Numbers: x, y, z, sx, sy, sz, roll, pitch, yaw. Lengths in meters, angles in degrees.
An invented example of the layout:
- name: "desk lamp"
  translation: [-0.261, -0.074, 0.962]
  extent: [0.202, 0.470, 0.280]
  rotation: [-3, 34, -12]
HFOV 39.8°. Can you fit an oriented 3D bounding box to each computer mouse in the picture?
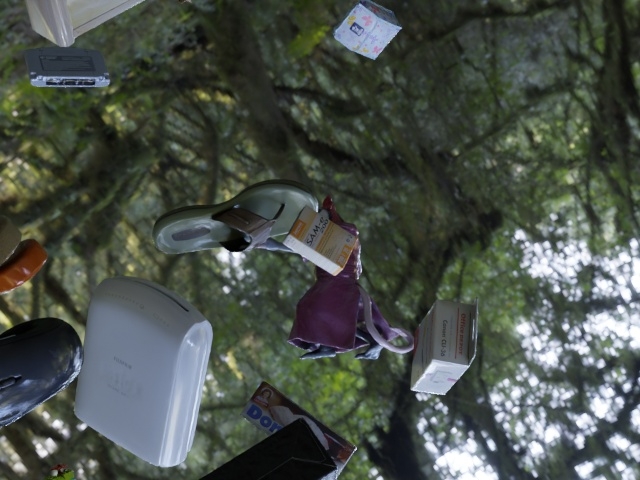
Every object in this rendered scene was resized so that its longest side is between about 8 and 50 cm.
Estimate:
- name: "computer mouse"
  translation: [-0.363, 0.199, 0.980]
  extent: [0.262, 0.184, 0.060]
  rotation: [-18, -174, -39]

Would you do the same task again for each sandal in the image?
- name: "sandal"
  translation: [-0.146, -0.019, 1.548]
  extent: [0.302, 0.120, 0.086]
  rotation: [-16, -136, 7]

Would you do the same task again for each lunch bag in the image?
- name: "lunch bag"
  translation: [0.068, -0.321, 1.339]
  extent: [0.071, 0.083, 0.053]
  rotation: [-46, -133, 31]

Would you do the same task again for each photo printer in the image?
- name: "photo printer"
  translation: [-0.329, 0.228, 1.638]
  extent: [0.256, 0.308, 0.107]
  rotation: [22, -161, 29]

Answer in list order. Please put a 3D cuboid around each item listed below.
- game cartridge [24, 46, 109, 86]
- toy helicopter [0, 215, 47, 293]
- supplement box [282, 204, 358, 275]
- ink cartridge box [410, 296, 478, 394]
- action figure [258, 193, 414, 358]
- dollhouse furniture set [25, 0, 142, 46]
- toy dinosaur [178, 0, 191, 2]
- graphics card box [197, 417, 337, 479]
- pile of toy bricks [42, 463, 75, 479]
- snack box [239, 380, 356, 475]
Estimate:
- name: "game cartridge"
  translation: [-0.275, -0.188, 0.959]
  extent: [0.083, 0.017, 0.056]
  rotation: [-4, -128, -26]
- name: "toy helicopter"
  translation: [-0.531, 0.082, 1.112]
  extent: [0.355, 0.140, 0.235]
  rotation: [-28, -154, 11]
- name: "supplement box"
  translation: [0.000, 0.000, 1.359]
  extent: [0.062, 0.098, 0.036]
  rotation: [-63, -171, -29]
- name: "ink cartridge box"
  translation: [0.211, 0.177, 1.515]
  extent: [0.198, 0.067, 0.115]
  rotation: [109, -10, -61]
- name: "action figure"
  translation: [0.033, 0.074, 1.950]
  extent: [0.275, 0.248, 0.370]
  rotation: [-11, -105, 40]
- name: "dollhouse furniture set"
  translation: [-0.369, -0.448, 1.148]
  extent: [0.394, 0.362, 0.256]
  rotation: [33, -126, 26]
- name: "toy dinosaur"
  translation: [-0.192, -0.437, 1.310]
  extent: [0.064, 0.112, 0.212]
  rotation: [11, -129, 2]
- name: "graphics card box"
  translation: [-0.095, 0.408, 1.241]
  extent: [0.232, 0.371, 0.094]
  rotation: [-27, -121, -19]
- name: "pile of toy bricks"
  translation: [-0.330, 0.341, 1.132]
  extent: [0.118, 0.105, 0.212]
  rotation: [-9, -178, 30]
- name: "snack box"
  translation: [-0.035, 0.295, 1.371]
  extent: [0.064, 0.178, 0.022]
  rotation: [-56, 170, -3]
